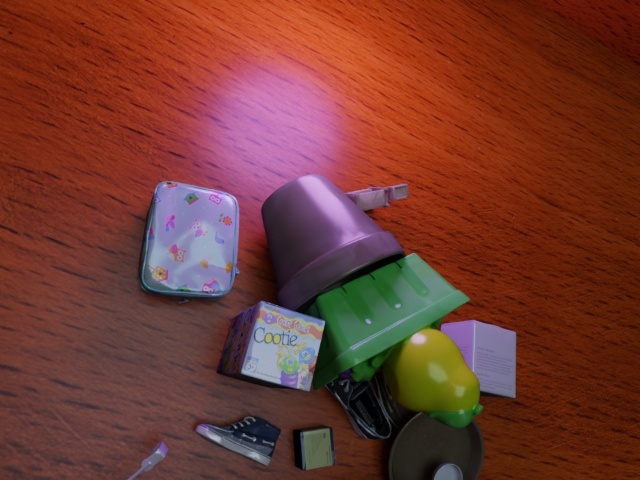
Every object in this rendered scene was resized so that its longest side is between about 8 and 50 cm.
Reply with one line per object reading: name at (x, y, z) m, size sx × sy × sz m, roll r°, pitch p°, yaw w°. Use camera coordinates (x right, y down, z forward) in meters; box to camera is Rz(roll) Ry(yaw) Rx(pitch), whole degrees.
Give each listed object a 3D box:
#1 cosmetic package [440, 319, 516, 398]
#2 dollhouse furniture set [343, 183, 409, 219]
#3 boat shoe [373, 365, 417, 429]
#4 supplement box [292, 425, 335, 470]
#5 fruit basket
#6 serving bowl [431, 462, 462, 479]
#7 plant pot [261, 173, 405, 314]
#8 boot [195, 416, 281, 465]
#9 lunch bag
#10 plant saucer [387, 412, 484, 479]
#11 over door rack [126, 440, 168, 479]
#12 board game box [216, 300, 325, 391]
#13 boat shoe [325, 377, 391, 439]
cosmetic package at (0.439, 0.336, 1.208) m, size 0.152 × 0.151 × 0.183 m, roll 18°, pitch 68°, yaw -18°
dollhouse furniture set at (0.164, -0.077, 1.278) m, size 0.182 × 0.101 × 0.160 m, roll -14°, pitch 104°, yaw -26°
boat shoe at (0.199, 0.390, 1.122) m, size 0.095 × 0.095 × 0.257 m, roll -26°, pitch 85°, yaw -27°
supplement box at (-0.015, 0.493, 1.020) m, size 0.083 × 0.056 × 0.083 m, roll 1°, pitch 73°, yaw -22°
fruit basket at (0.179, 0.247, 0.956) m, size 0.393 × 0.283 × 0.391 m, roll 9°, pitch 59°, yaw -15°
serving bowl at (0.313, 0.595, 1.072) m, size 0.084 × 0.027 × 0.083 m, roll 0°, pitch 92°, yaw -16°
plant pot at (0.000, 0.000, 1.054) m, size 0.324 × 0.323 × 0.280 m, roll -21°, pitch 73°, yaw -27°
boot at (-0.184, 0.433, 0.970) m, size 0.190 × 0.069 × 0.086 m, roll 34°, pitch 56°, yaw -18°
lunch bag at (-0.304, 0.012, 1.022) m, size 0.224 × 0.108 × 0.278 m, roll 9°, pitch 72°, yaw -25°
plant saucer at (0.295, 0.554, 1.101) m, size 0.278 × 0.041 × 0.277 m, roll -1°, pitch 93°, yaw -16°
over door rack at (-0.340, 0.565, 0.747) m, size 0.324 × 0.108 × 0.239 m, roll -38°, pitch 91°, yaw -28°
board game box at (-0.118, 0.239, 0.934) m, size 0.145 × 0.275 × 0.141 m, roll 21°, pitch 67°, yaw -16°
boat shoe at (0.074, 0.366, 1.072) m, size 0.108 × 0.102 × 0.301 m, roll -29°, pitch 87°, yaw -28°
